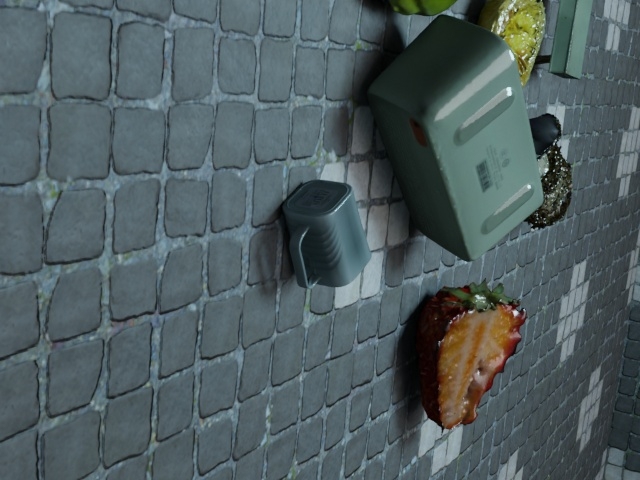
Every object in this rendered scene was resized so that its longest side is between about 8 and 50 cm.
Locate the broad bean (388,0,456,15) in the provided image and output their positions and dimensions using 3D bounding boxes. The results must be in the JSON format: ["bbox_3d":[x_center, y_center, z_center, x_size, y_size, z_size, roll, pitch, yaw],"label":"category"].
[{"bbox_3d":[0.169,-0.462,1.286,0.291,0.119,0.237,-43,134,-46],"label":"broad bean"}]

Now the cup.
[{"bbox_3d":[0.000,0.000,1.189,0.128,0.095,0.129,-47,135,-39],"label":"cup"}]

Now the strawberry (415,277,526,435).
[{"bbox_3d":[0.280,0.208,1.689,0.254,0.150,0.280,-24,125,-30],"label":"strawberry"}]

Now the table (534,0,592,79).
[{"bbox_3d":[0.537,-0.494,1.904,0.122,0.111,0.240,-4,104,-59],"label":"table"}]

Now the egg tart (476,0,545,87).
[{"bbox_3d":[0.363,-0.394,1.669,0.252,0.098,0.231,-22,125,-51],"label":"egg tart"}]

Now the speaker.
[{"bbox_3d":[0.230,-0.153,1.412,0.184,0.183,0.406,-42,139,-13],"label":"speaker"}]

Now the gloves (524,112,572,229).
[{"bbox_3d":[0.487,-0.152,1.915,0.210,0.135,0.312,-60,145,-28],"label":"gloves"}]
